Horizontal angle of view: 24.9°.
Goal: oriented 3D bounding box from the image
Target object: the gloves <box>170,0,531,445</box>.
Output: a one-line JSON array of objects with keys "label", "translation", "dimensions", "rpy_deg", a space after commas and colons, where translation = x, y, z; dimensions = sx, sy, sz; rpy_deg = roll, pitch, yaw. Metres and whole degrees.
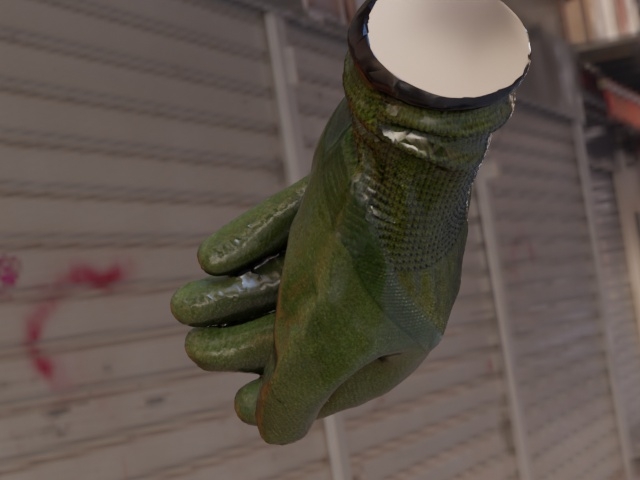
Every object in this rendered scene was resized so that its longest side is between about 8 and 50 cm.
[{"label": "gloves", "translation": [0.014, 0.003, 0.632], "dimensions": [0.107, 0.135, 0.268], "rpy_deg": [24, -42, -11]}]
